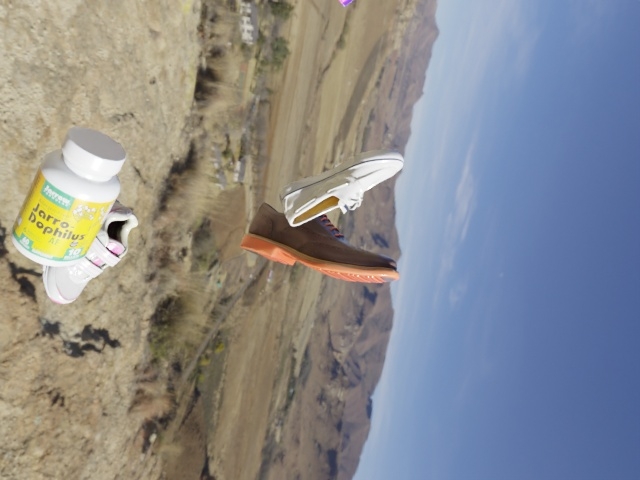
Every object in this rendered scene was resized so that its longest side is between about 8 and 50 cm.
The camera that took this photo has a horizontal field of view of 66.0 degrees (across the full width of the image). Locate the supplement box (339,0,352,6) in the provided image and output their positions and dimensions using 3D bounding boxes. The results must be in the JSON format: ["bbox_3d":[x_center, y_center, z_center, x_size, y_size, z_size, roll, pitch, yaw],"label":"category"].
[{"bbox_3d":[0.021,-0.589,0.946,0.220,0.114,0.111,39,30,-44],"label":"supplement box"}]

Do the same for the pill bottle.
[{"bbox_3d":[-0.391,-0.069,0.776,0.208,0.118,0.117,-52,-176,21],"label":"pill bottle"}]

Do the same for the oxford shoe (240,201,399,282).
[{"bbox_3d":[0.000,0.000,0.779,0.097,0.272,0.098,36,70,-67],"label":"oxford shoe"}]

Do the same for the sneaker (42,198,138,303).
[{"bbox_3d":[-0.474,0.018,1.024,0.252,0.111,0.103,-66,155,-13],"label":"sneaker"}]

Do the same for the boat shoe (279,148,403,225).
[{"bbox_3d":[0.018,-0.037,0.375,0.035,0.100,0.035,54,18,-65],"label":"boat shoe"}]
